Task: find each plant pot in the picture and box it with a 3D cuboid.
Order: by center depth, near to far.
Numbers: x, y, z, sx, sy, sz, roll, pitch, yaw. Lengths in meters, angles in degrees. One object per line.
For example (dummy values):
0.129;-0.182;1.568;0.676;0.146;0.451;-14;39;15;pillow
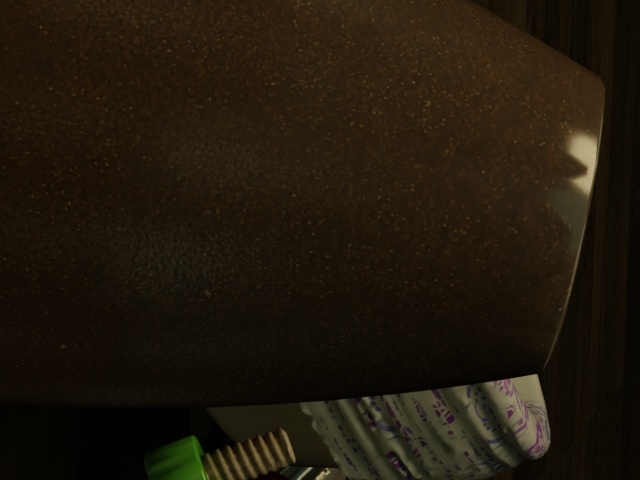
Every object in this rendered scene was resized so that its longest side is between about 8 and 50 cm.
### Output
-0.024;-0.026;0.579;0.215;0.230;0.215;12;90;-87;plant pot

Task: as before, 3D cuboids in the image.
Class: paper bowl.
0.000;0.000;0.825;0.284;0.148;0.284;-23;90;-81;paper bowl

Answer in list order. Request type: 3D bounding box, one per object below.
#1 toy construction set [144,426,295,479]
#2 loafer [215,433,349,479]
-0.078;0.264;0.781;0.309;0.237;0.257;78;-8;-73;toy construction set
0.004;0.079;1.012;0.267;0.096;0.084;-66;145;-35;loafer
